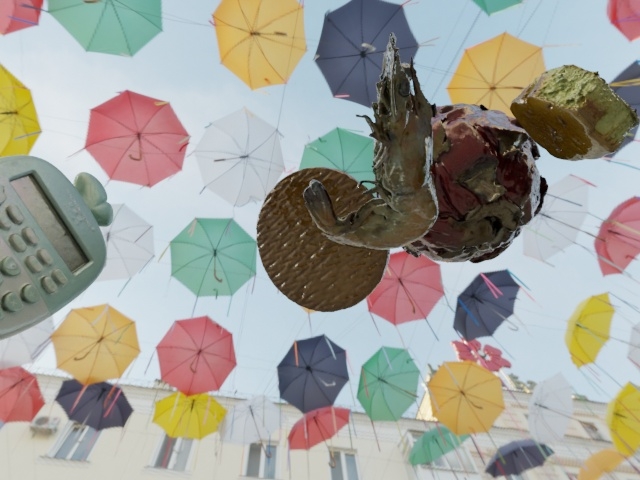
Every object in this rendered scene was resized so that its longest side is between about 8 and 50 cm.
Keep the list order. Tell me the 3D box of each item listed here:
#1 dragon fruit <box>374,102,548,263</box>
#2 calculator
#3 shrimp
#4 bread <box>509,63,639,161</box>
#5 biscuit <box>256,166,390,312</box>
[{"bbox_3d":[0.252,-0.107,0.793,0.328,0.329,0.330,-1,-69,-3],"label":"dragon fruit"},{"bbox_3d":[-0.349,-0.002,0.482,0.042,0.295,0.184,-16,-68,17],"label":"calculator"},{"bbox_3d":[0.052,-0.082,0.482,0.168,0.058,0.296,-9,-42,9],"label":"shrimp"},{"bbox_3d":[0.352,-0.176,0.577,0.140,0.128,0.069,45,-91,-4],"label":"bread"},{"bbox_3d":[0.001,0.000,0.723,0.261,0.037,0.262,5,-78,27],"label":"biscuit"}]
